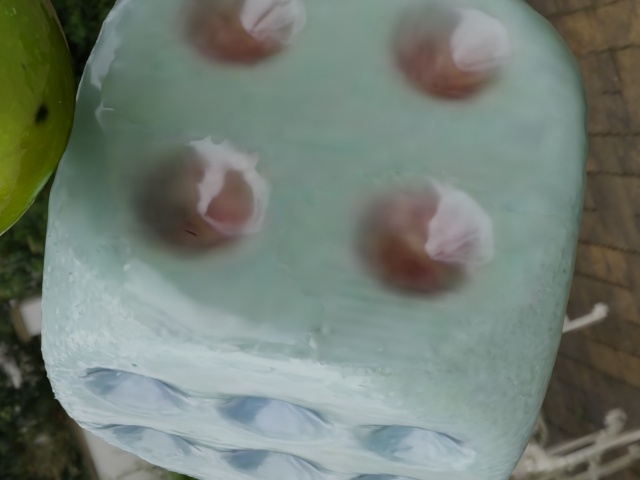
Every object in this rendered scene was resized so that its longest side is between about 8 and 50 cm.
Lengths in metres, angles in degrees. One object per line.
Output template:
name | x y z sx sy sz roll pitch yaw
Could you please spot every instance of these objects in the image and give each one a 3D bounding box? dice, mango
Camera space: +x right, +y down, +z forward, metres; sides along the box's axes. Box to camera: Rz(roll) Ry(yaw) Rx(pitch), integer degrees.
dice | 0.000 0.000 0.686 0.264 0.268 0.262 97 -178 -64
mango | -0.225 -0.083 0.549 0.143 0.175 0.293 33 177 -44
